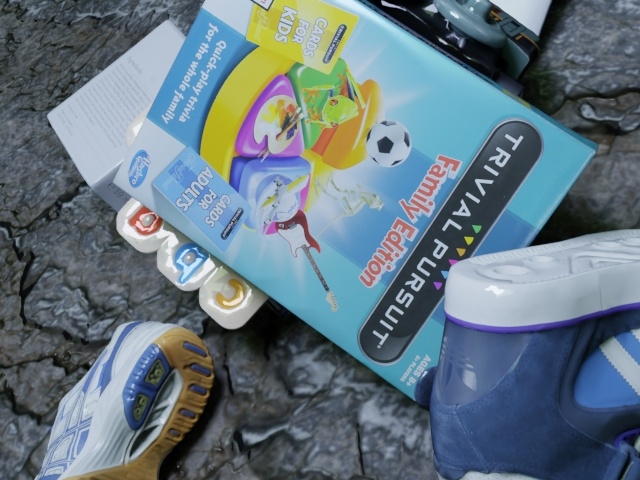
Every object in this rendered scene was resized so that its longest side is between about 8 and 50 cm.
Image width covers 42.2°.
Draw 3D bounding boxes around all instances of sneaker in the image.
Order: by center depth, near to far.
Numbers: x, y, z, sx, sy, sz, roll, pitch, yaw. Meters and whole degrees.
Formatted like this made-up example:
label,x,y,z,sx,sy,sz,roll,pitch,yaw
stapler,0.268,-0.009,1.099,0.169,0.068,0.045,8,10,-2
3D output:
label,x,y,z,sx,sy,sz,roll,pitch,yaw
sneaker,0.228,0.122,0.638,0.323,0.236,0.130,-6,13,-24
sneaker,-0.218,0.213,0.807,0.131,0.112,0.296,10,61,50

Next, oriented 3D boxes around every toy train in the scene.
label,x,y,z,sx,sy,sz,roll,pitch,yaw
toy train,0.064,-0.228,0.815,0.334,0.190,0.142,37,119,9

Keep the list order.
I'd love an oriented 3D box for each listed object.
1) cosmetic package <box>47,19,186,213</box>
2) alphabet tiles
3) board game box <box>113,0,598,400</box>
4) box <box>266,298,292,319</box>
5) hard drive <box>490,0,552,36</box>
label,x,y,z,sx,sy,sz,roll,pitch,yaw
cosmetic package,-0.178,-0.119,0.956,0.184,0.151,0.151,-39,52,-1
alphabet tiles,-0.052,-0.062,0.822,0.284,0.021,0.278,41,82,10
board game box,0.019,-0.065,0.714,0.336,0.079,0.253,35,109,10
box,0.000,0.000,0.856,0.169,0.054,0.059,-42,51,-4
hard drive,0.186,-0.383,0.918,0.210,0.040,0.318,20,89,12
